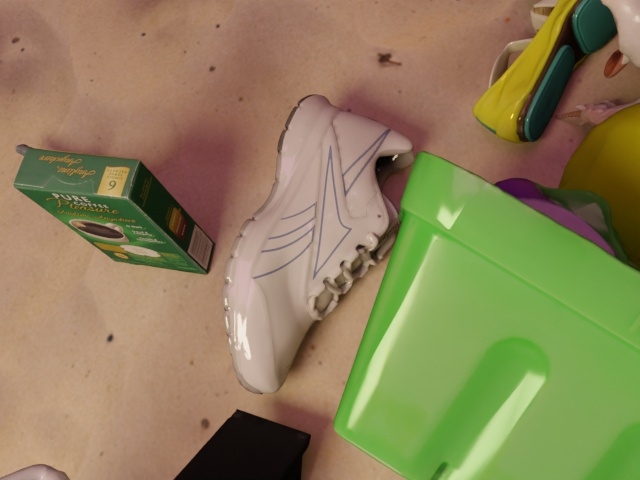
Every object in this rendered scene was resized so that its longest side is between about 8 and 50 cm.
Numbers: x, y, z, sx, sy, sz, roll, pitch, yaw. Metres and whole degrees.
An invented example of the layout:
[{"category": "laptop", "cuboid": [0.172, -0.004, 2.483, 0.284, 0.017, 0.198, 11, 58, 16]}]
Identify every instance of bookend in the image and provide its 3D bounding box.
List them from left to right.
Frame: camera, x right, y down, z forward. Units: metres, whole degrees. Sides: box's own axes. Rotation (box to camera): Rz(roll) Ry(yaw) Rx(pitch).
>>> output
[{"category": "bookend", "cuboid": [-0.076, 0.248, 0.572, 0.072, 0.156, 0.157, 14, 27, 20]}]

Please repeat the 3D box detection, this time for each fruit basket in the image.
[{"category": "fruit basket", "cuboid": [0.229, 0.030, 0.477, 0.392, 0.283, 0.391, 0, 90, 6]}]

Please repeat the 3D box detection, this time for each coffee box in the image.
[{"category": "coffee box", "cuboid": [-0.181, -0.022, 0.665, 0.113, 0.184, 0.040, 7, 70, 17]}]

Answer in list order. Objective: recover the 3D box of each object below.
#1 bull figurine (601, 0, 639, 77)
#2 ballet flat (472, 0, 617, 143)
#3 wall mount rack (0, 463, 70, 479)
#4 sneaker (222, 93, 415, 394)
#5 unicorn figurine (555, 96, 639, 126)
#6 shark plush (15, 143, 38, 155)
[{"category": "bull figurine", "cuboid": [0.367, -0.237, 0.637, 0.311, 0.101, 0.188, -4, 74, -13]}, {"category": "ballet flat", "cuboid": [0.228, -0.196, 0.706, 0.077, 0.077, 0.231, 28, 77, 40]}, {"category": "wall mount rack", "cuboid": [-0.168, 0.333, 0.477, 0.131, 0.350, 0.304, -17, 55, -33]}, {"category": "sneaker", "cuboid": [0.000, 0.000, 0.658, 0.129, 0.111, 0.297, 15, 72, 13]}, {"category": "unicorn figurine", "cuboid": [0.311, -0.103, 0.647, 0.111, 0.060, 0.162, -29, 60, -4]}, {"category": "shark plush", "cuboid": [-0.263, -0.079, 0.776, 0.161, 0.067, 0.073, 38, 80, 25]}]
